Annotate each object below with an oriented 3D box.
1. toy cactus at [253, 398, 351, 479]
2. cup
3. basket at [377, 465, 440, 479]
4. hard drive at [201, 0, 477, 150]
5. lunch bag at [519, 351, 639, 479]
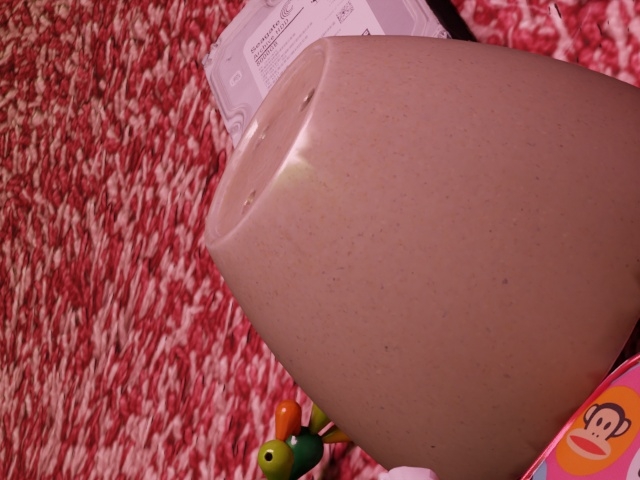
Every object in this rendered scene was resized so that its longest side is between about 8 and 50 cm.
[{"bbox_3d":[-0.026,0.215,1.566,0.180,0.112,0.219,148,136,-71],"label":"toy cactus"},{"bbox_3d":[0.061,-0.014,1.345,0.331,0.237,0.331,-54,15,23],"label":"cup"},{"bbox_3d":[-0.025,0.370,1.142,0.331,0.266,0.328,-106,12,-48],"label":"basket"},{"bbox_3d":[0.012,-0.157,1.735,0.237,0.064,0.339,-47,32,17],"label":"hard drive"},{"bbox_3d":[0.240,0.175,1.109,0.258,0.120,0.293,-53,30,-6],"label":"lunch bag"}]
